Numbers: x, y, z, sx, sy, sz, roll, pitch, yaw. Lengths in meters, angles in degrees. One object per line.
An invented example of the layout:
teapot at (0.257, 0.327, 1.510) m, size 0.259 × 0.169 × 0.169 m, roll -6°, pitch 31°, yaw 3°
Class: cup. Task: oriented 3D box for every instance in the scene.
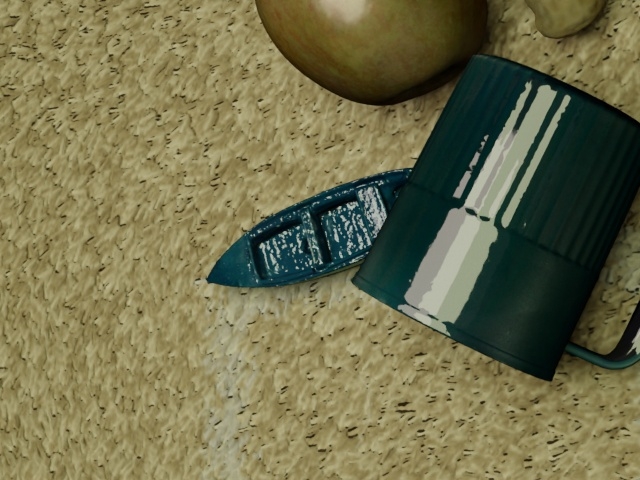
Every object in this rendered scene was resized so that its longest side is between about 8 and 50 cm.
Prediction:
cup at (0.229, -0.018, 1.842) m, size 0.308 × 0.242 × 0.292 m, roll 26°, pitch 92°, yaw 28°

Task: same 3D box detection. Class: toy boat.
toy boat at (0.000, 0.000, 2.042) m, size 0.299 × 0.062 × 0.096 m, roll -22°, pitch 75°, yaw 20°

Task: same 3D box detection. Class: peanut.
peanut at (0.264, -0.357, 1.941) m, size 0.123 × 0.123 × 0.256 m, roll -18°, pitch 78°, yaw 22°

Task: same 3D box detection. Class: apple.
apple at (0.060, -0.272, 1.949) m, size 0.257 × 0.257 × 0.234 m, roll -25°, pitch 87°, yaw 20°
